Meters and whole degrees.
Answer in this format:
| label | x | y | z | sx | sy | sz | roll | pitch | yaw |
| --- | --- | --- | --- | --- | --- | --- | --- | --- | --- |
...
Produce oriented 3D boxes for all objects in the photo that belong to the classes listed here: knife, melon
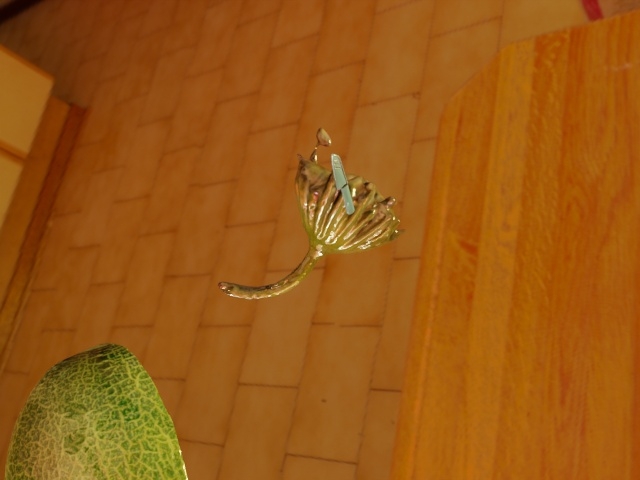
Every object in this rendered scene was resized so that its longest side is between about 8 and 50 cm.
| label | x | y | z | sx | sy | sz | roll | pitch | yaw |
| --- | --- | --- | --- | --- | --- | --- | --- | --- | --- |
| knife | 0.023 | -0.059 | 0.790 | 0.014 | 0.091 | 0.005 | -33 | 49 | -14 |
| melon | -0.395 | 0.354 | 1.302 | 0.331 | 0.226 | 0.343 | -27 | 75 | 13 |

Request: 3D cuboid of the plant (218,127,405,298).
| label | x | y | z | sx | sy | sz | roll | pitch | yaw |
| --- | --- | --- | --- | --- | --- | --- | --- | --- | --- |
| plant | -0.004 | -0.006 | 1.422 | 0.333 | 0.251 | 0.180 | -54 | 12 | 20 |
